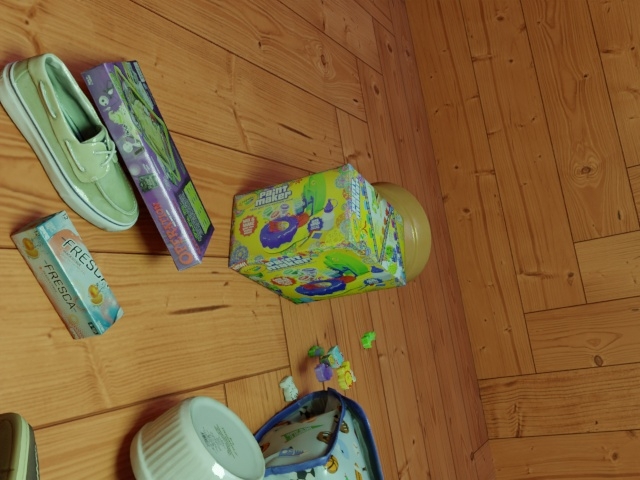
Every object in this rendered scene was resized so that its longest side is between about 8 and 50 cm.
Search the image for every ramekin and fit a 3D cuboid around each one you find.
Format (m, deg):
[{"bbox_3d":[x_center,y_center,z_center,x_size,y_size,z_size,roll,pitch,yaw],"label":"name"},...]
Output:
[{"bbox_3d":[-0.180,0.342,0.988,0.207,0.109,0.207,46,8,-8],"label":"ramekin"}]

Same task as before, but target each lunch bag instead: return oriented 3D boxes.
[{"bbox_3d":[0.009,0.506,1.263,0.385,0.238,0.328,-28,103,-78],"label":"lunch bag"}]

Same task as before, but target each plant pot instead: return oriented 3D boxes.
[{"bbox_3d":[0.112,0.003,1.658,0.203,0.290,0.291,-16,93,-46],"label":"plant pot"}]

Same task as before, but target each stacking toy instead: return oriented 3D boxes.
[{"bbox_3d":[0.024,0.284,1.443,0.052,0.166,0.221,67,27,-8],"label":"stacking toy"}]

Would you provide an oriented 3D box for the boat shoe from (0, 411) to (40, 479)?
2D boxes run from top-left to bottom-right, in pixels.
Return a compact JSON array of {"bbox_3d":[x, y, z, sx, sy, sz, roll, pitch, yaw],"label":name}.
[{"bbox_3d":[-0.361,0.370,0.706,0.123,0.123,0.342,56,18,-52],"label":"boat shoe"}]

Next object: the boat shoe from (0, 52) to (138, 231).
[{"bbox_3d":[-0.367,-0.139,0.969,0.302,0.094,0.109,59,32,-30],"label":"boat shoe"}]

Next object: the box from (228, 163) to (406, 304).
[{"bbox_3d":[0.000,0.000,1.395,0.279,0.289,0.177,36,48,-51],"label":"box"}]

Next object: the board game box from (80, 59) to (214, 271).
[{"bbox_3d":[-0.284,-0.137,1.097,0.208,0.056,0.347,-113,180,-74],"label":"board game box"}]

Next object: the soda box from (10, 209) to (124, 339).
[{"bbox_3d":[-0.365,0.052,0.921,0.183,0.062,0.058,66,29,-20],"label":"soda box"}]
